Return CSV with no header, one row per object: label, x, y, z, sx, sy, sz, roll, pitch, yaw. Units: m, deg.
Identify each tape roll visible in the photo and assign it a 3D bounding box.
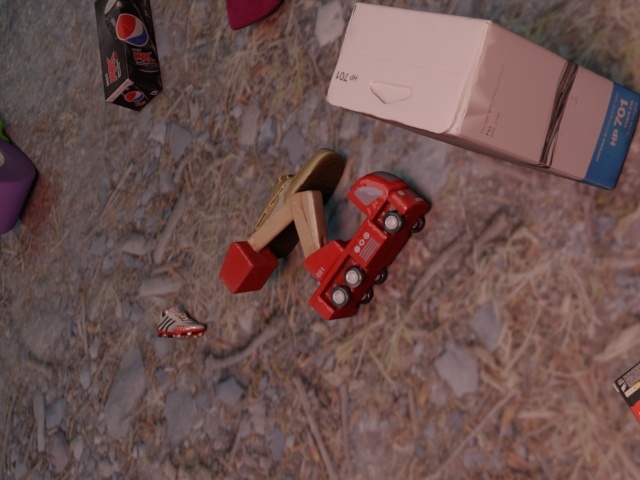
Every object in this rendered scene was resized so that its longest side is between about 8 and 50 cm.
tape roll,-0.560,-0.109,1.403,0.275,0.274,0.090,39,109,45

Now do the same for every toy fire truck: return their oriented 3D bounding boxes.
toy fire truck,0.000,0.000,0.905,0.135,0.047,0.192,44,114,24

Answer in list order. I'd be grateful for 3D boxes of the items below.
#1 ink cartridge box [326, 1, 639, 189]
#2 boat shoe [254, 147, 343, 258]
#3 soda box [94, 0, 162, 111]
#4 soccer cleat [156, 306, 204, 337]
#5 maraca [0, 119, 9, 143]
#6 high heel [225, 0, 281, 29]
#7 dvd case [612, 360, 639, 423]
ink cartridge box,0.123,-0.105,0.720,0.139,0.190,0.082,24,98,47
boat shoe,-0.028,-0.043,0.974,0.135,0.050,0.045,-54,52,23
soda box,-0.254,-0.258,1.275,0.060,0.053,0.169,-34,57,37
soccer cleat,-0.159,0.092,1.098,0.083,0.029,0.036,-7,78,51
maraca,-0.581,-0.162,1.579,0.185,0.099,0.127,19,103,23
high heel,-0.097,-0.358,1.112,0.117,0.082,0.244,-36,67,24
dvd case,0.259,0.118,0.646,0.087,0.013,0.119,-49,47,28
